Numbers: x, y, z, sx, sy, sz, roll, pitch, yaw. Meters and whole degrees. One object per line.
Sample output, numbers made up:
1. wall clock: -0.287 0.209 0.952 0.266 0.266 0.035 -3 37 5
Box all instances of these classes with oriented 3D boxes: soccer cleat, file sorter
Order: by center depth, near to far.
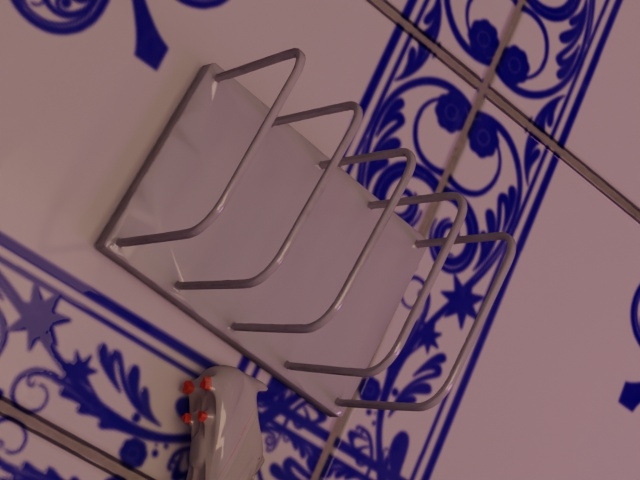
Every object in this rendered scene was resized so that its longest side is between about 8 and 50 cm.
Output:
1. soccer cleat: -0.083 0.203 1.156 0.076 0.068 0.196 16 75 -35
2. file sorter: 0.000 0.000 1.161 0.277 0.173 0.193 39 67 -26
